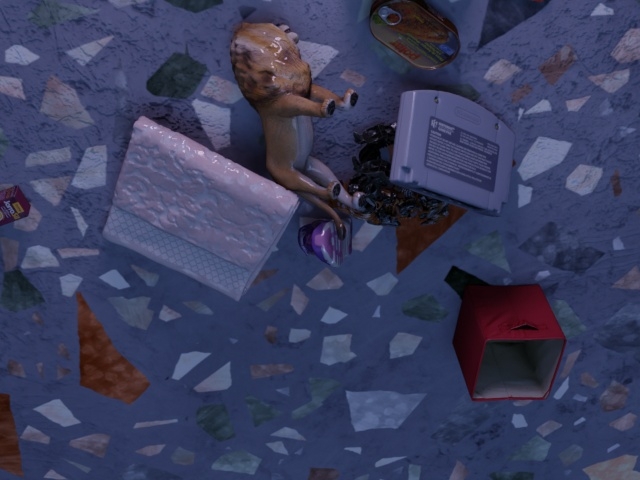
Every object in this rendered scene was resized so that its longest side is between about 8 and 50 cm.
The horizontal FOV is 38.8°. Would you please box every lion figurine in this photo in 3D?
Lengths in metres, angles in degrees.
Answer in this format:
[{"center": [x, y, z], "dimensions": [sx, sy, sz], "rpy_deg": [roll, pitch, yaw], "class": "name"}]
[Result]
[{"center": [-0.051, -0.195, 1.653], "dimensions": [0.240, 0.142, 0.392], "rpy_deg": [18, 125, 30], "class": "lion figurine"}]

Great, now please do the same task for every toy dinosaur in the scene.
[{"center": [0.106, -0.100, 1.802], "dimensions": [0.322, 0.164, 0.218], "rpy_deg": [-9, 144, -21], "class": "toy dinosaur"}]

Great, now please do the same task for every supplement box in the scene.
[{"center": [-0.622, -0.064, 1.784], "dimensions": [0.083, 0.043, 0.055], "rpy_deg": [-19, 125, 6], "class": "supplement box"}]

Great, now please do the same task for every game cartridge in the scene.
[{"center": [0.255, -0.171, 1.723], "dimensions": [0.297, 0.198, 0.062], "rpy_deg": [16, 165, -38], "class": "game cartridge"}]

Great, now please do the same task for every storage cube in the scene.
[{"center": [0.420, 0.226, 2.048], "dimensions": [0.184, 0.193, 0.214], "rpy_deg": [0, 125, -8], "class": "storage cube"}]

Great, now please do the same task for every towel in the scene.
[{"center": [-0.243, -0.049, 1.754], "dimensions": [0.332, 0.053, 0.317], "rpy_deg": [27, 132, -5], "class": "towel"}]

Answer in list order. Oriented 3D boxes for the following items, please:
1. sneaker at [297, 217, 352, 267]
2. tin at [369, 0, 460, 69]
[{"center": [0.000, 0.000, 1.826], "dimensions": [0.105, 0.236, 0.095], "rpy_deg": [4, 94, 9], "class": "sneaker"}, {"center": [0.170, -0.379, 1.644], "dimensions": [0.190, 0.040, 0.106], "rpy_deg": [28, 131, -32], "class": "tin"}]
